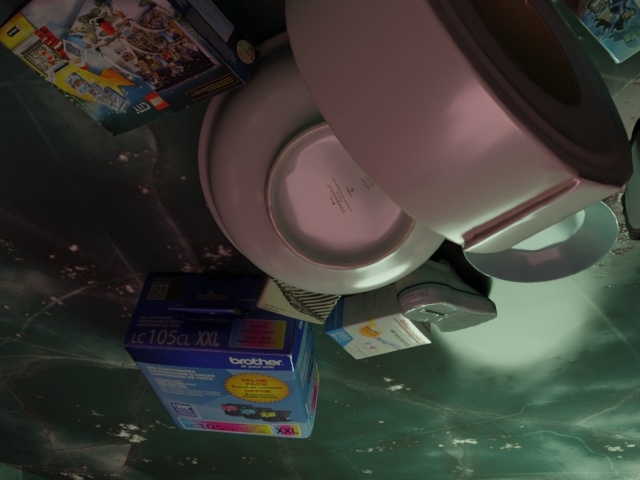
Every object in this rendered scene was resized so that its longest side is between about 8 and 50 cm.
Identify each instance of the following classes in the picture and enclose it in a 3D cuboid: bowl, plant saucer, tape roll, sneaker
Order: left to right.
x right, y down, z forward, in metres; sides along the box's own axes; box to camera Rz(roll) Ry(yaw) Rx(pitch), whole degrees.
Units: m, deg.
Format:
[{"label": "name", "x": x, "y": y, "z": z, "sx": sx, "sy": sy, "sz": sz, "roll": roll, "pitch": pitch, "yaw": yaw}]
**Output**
[{"label": "bowl", "x": 0.019, "y": -0.059, "z": 0.577, "sx": 0.298, "sy": 0.134, "sz": 0.297, "roll": -1, "pitch": 112, "yaw": -2}, {"label": "sneaker", "x": 0.189, "y": 0.075, "z": 0.862, "sx": 0.094, "sy": 0.091, "sz": 0.258, "roll": -24, "pitch": 153, "yaw": 26}, {"label": "tape roll", "x": 0.114, "y": -0.136, "z": 0.451, "sx": 0.286, "sy": 0.286, "sz": 0.100, "roll": 31, "pitch": 135, "yaw": -27}, {"label": "plant saucer", "x": 0.286, "y": -0.012, "z": 0.775, "sx": 0.195, "sy": 0.037, "sz": 0.195, "roll": 4, "pitch": 140, "yaw": 4}]

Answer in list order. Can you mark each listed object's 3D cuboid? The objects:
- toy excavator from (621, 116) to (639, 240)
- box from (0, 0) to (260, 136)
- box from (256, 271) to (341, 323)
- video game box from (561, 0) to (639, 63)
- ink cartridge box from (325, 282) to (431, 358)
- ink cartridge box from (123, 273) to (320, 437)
[{"label": "toy excavator", "x": 0.322, "y": -0.208, "z": 0.277, "sx": 0.223, "sy": 0.444, "sz": 0.433, "roll": 4, "pitch": -178, "yaw": 14}, {"label": "box", "x": -0.195, "y": -0.192, "z": 0.571, "sx": 0.233, "sy": 0.044, "sz": 0.159, "roll": -7, "pitch": 142, "yaw": 41}, {"label": "box", "x": 0.000, "y": 0.000, "z": 0.786, "sx": 0.113, "sy": 0.094, "sz": 0.275, "roll": 15, "pitch": 141, "yaw": -9}, {"label": "video game box", "x": 0.276, "y": -0.266, "z": 0.456, "sx": 0.187, "sy": 0.048, "sz": 0.205, "roll": 32, "pitch": 135, "yaw": -26}, {"label": "ink cartridge box", "x": 0.111, "y": 0.130, "z": 0.956, "sx": 0.181, "sy": 0.061, "sz": 0.104, "roll": -20, "pitch": 134, "yaw": 29}, {"label": "ink cartridge box", "x": -0.155, "y": 0.193, "z": 1.010, "sx": 0.270, "sy": 0.151, "sz": 0.395, "roll": 1, "pitch": 139, "yaw": 7}]
